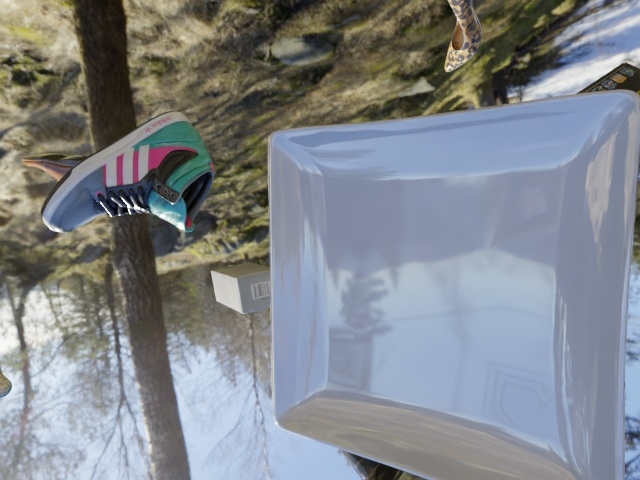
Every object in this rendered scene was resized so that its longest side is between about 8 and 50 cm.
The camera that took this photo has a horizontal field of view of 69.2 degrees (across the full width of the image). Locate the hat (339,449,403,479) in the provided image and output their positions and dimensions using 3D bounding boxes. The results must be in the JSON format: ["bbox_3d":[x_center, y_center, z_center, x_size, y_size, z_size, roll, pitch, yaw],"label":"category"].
[{"bbox_3d":[0.098,0.296,0.790,0.331,0.134,0.331,-48,164,-19],"label":"hat"}]

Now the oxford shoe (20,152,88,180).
[{"bbox_3d":[-0.695,-0.188,1.216,0.212,0.076,0.076,11,-155,17],"label":"oxford shoe"}]

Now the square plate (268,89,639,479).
[{"bbox_3d":[0.095,0.055,0.450,0.347,0.344,0.049,3,-175,34],"label":"square plate"}]

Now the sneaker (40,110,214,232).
[{"bbox_3d":[-0.299,-0.071,0.788,0.295,0.178,0.124,-40,169,-12],"label":"sneaker"}]

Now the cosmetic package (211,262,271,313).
[{"bbox_3d":[-0.204,0.124,1.273,0.127,0.107,0.238,-12,-176,-26],"label":"cosmetic package"}]

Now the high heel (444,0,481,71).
[{"bbox_3d":[0.334,-0.555,1.189,0.186,0.093,0.261,-1,145,-22],"label":"high heel"}]

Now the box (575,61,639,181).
[{"bbox_3d":[0.612,-0.234,0.943,0.270,0.216,0.060,-33,145,-10],"label":"box"}]

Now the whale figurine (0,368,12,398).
[{"bbox_3d":[-0.679,0.319,0.825,0.272,0.216,0.141,-37,152,-19],"label":"whale figurine"}]
